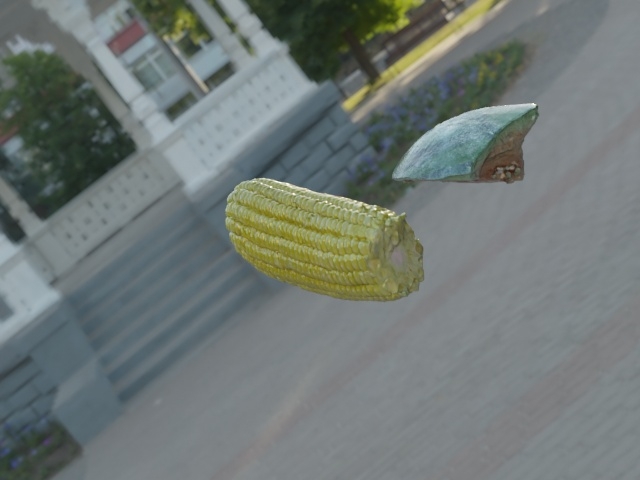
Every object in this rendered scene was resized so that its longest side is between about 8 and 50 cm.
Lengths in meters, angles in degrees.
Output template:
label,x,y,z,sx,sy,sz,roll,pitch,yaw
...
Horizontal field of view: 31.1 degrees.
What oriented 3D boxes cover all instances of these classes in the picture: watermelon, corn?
label,x,y,z,sx,sy,sz,roll,pitch,yaw
watermelon,0.132,-0.077,1.140,0.155,0.080,0.101,4,37,31
corn,0.000,0.000,0.814,0.063,0.085,0.165,-25,23,-35
